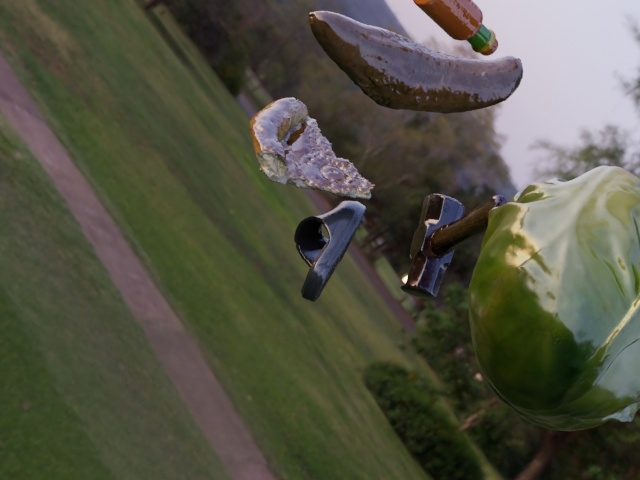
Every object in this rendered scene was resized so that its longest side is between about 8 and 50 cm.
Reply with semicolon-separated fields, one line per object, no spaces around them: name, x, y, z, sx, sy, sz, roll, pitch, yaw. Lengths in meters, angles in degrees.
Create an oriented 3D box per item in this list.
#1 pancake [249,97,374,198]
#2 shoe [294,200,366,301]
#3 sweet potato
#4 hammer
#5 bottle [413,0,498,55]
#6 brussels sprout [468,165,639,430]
pancake;-0.009;-0.152;1.653;0.244;0.057;0.266;27;33;7
shoe;0.000;0.000;1.634;0.093;0.108;0.241;26;37;3
sweet potato;0.119;-0.229;1.334;0.341;0.114;0.092;8;38;-27
hammer;0.306;-0.013;2.159;0.095;0.242;0.409;21;-16;-12
bottle;0.224;-0.356;1.579;0.187;0.069;0.069;33;21;-43
brussels sprout;0.416;0.122;1.631;0.361;0.342;0.425;-43;124;-49
